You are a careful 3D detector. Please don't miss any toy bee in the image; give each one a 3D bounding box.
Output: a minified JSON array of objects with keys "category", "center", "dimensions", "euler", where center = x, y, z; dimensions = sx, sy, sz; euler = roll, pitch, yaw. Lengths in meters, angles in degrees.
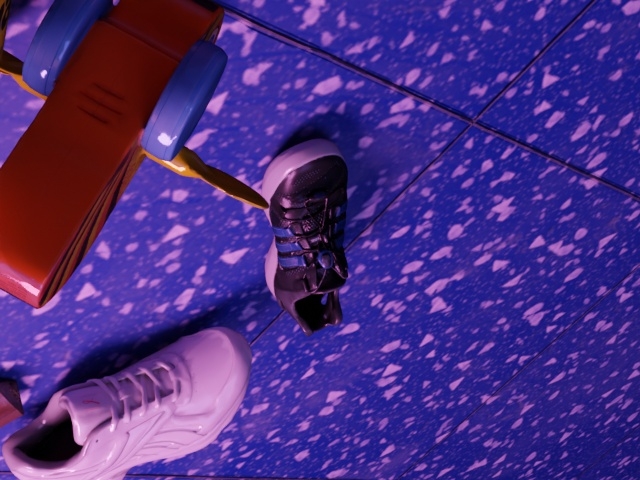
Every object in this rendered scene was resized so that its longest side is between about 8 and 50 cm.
[{"category":"toy bee","center":[-0.097,-0.089,0.770],"dimensions":[0.298,0.195,0.162],"euler":[-40,177,-11]}]

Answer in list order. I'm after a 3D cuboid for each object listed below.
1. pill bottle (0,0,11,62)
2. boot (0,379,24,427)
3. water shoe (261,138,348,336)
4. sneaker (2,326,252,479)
[{"category":"pill bottle","center":[-0.214,-0.149,0.537],"dimensions":[0.188,0.188,0.334],"euler":[-12,144,-32]},{"category":"boot","center":[-0.285,0.164,1.091],"dimensions":[0.114,0.037,0.106],"euler":[-35,153,-5]},{"category":"water shoe","center":[0.000,0.000,1.069],"dimensions":[0.073,0.080,0.203],"euler":[-23,149,-17]},{"category":"sneaker","center":[-0.163,0.146,1.114],"dimensions":[0.232,0.090,0.115],"euler":[-35,154,2]}]
